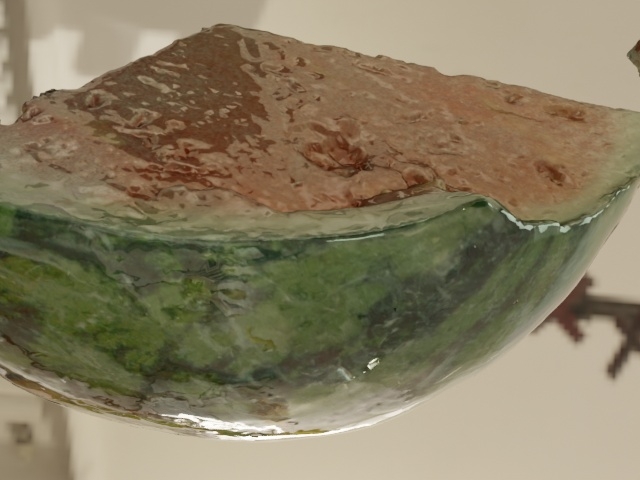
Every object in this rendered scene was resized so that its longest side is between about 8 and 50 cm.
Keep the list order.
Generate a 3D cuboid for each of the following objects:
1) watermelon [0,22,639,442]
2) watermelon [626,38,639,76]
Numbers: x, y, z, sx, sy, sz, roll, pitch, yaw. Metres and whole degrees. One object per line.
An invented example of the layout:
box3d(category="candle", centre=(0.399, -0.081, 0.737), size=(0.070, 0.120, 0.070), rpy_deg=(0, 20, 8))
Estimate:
box3d(category="watermelon", centre=(0.000, 0.000, 0.736), size=(0.256, 0.260, 0.176), rpy_deg=(67, 35, -78))
box3d(category="watermelon", centre=(0.286, -0.164, 1.295), size=(0.139, 0.187, 0.071), rpy_deg=(47, 38, -32))
